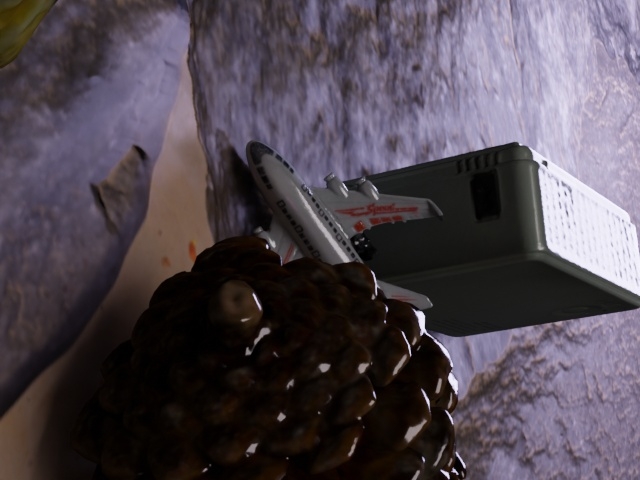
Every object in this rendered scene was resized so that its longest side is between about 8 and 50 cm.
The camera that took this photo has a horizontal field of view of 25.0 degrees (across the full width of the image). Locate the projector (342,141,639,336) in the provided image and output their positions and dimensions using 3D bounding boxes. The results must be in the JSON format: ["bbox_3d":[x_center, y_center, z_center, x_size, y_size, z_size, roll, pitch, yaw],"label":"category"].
[{"bbox_3d":[0.131,0.006,1.166,0.257,0.192,0.099,20,61,-58],"label":"projector"}]

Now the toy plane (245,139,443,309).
[{"bbox_3d":[0.000,0.000,1.033,0.171,0.162,0.065,53,-7,5],"label":"toy plane"}]

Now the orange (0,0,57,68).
[{"bbox_3d":[-0.218,-0.224,0.555,0.271,0.210,0.368,114,-46,-67],"label":"orange"}]

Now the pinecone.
[{"bbox_3d":[-0.021,0.122,0.849,0.272,0.224,0.224,67,31,-46],"label":"pinecone"}]
